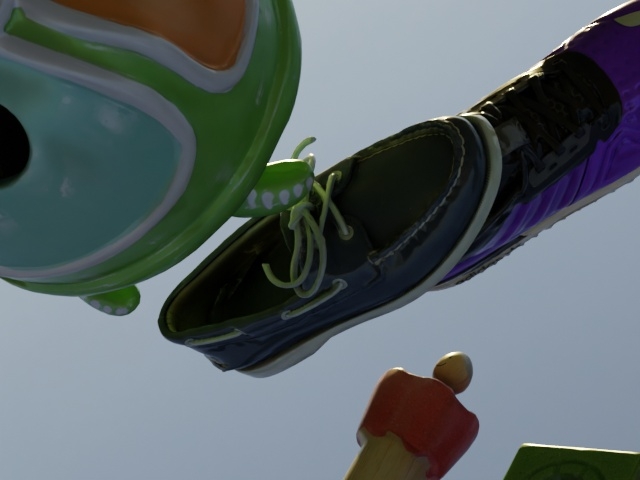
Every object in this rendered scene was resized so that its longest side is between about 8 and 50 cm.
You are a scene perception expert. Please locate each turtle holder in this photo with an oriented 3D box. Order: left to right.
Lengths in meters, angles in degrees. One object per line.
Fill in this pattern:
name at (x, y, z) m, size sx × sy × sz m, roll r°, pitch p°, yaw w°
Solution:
turtle holder at (-0.180, -0.097, 1.048) m, size 0.320 × 0.227 × 0.243 m, roll 0°, pitch -103°, yaw 32°

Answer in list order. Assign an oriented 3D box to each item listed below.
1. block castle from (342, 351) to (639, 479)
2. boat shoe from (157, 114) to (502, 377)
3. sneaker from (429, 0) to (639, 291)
block castle at (0.246, 0.225, 1.282) m, size 0.453 × 0.303 × 0.213 m, roll -3°, pitch -134°, yaw 46°
boat shoe at (0.000, 0.000, 1.106) m, size 0.254 × 0.079 × 0.095 m, roll -33°, pitch -127°, yaw 40°
sneaker at (0.144, -0.064, 1.281) m, size 0.293 × 0.102 × 0.146 m, roll -40°, pitch 164°, yaw 12°
